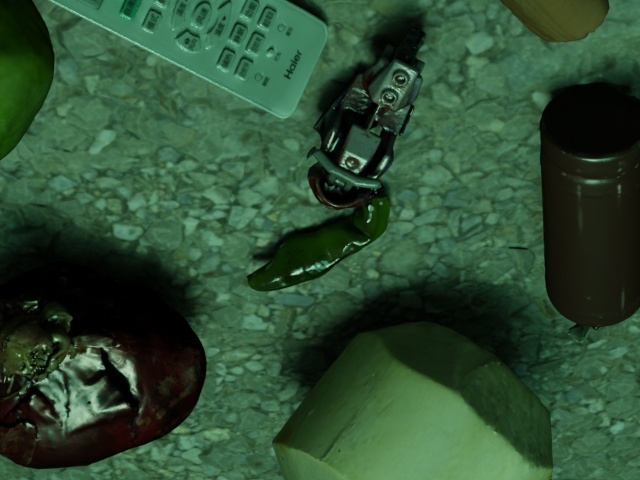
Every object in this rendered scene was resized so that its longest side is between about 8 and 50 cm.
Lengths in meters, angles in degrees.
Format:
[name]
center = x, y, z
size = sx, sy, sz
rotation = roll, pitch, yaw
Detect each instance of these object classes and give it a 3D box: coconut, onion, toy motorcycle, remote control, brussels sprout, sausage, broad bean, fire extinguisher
[coconut]
center = 0.101, 0.258, 1.778
size = 0.322, 0.323, 0.323
rotation = -2, 137, -2
[onion]
center = -0.259, 0.142, 1.711
size = 0.280, 0.221, 0.281
rotation = 1, 155, 0
[toy motorcycle]
center = 0.042, -0.112, 1.533
size = 0.082, 0.122, 0.213
rotation = 24, 130, -8
[remote control]
center = -0.129, -0.216, 1.446
size = 0.293, 0.051, 0.103
rotation = 26, 89, -28
[brussels sprout]
center = -0.373, -0.168, 1.384
size = 0.271, 0.219, 0.210
rotation = 25, 116, -1
[sausage]
center = 0.158, -0.275, 1.391
size = 0.086, 0.086, 0.289
rotation = -31, 129, 26
[broad bean]
center = 0.007, 0.003, 1.704
size = 0.195, 0.046, 0.061
rotation = -38, 115, 25
[fire extinguisher]
center = 0.300, -0.012, 1.668
size = 0.135, 0.114, 0.337
rotation = -40, 144, -26
